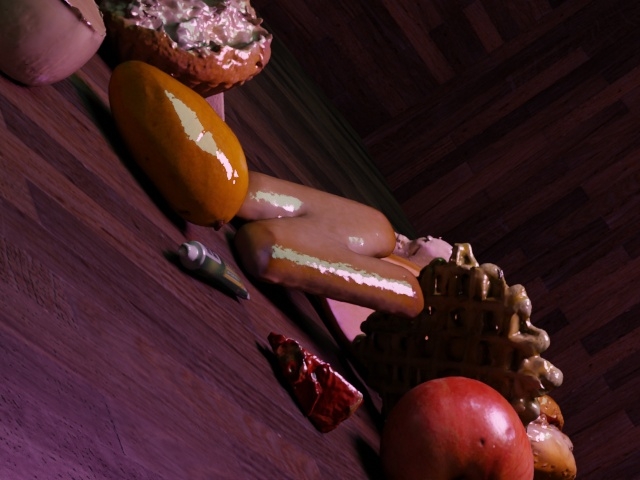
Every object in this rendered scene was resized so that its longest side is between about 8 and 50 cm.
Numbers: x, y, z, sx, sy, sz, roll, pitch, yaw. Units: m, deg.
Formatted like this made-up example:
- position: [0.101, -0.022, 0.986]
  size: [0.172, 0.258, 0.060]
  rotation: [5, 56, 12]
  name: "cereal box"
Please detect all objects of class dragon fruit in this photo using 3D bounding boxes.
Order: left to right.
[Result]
- position: [-0.021, 0.170, 1.681]
  size: [0.097, 0.063, 0.131]
  rotation: [16, -27, 48]
  name: "dragon fruit"

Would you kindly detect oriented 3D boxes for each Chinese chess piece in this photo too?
- position: [-0.321, -0.277, 1.430]
  size: [0.250, 0.103, 0.250]
  rotation: [55, 7, -11]
  name: "Chinese chess piece"

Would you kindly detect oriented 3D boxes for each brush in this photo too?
- position: [0.087, 0.096, 2.195]
  size: [0.266, 0.174, 0.166]
  rotation: [42, -2, -3]
  name: "brush"

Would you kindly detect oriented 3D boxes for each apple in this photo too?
- position: [0.178, 0.287, 1.838]
  size: [0.209, 0.209, 0.164]
  rotation: [52, 14, -27]
  name: "apple"

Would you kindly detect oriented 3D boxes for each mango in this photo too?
- position: [-0.172, -0.119, 1.676]
  size: [0.227, 0.109, 0.147]
  rotation: [55, 32, -13]
  name: "mango"

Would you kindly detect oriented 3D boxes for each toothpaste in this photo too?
- position: [-0.125, 0.032, 1.627]
  size: [0.049, 0.031, 0.204]
  rotation: [59, 6, 19]
  name: "toothpaste"

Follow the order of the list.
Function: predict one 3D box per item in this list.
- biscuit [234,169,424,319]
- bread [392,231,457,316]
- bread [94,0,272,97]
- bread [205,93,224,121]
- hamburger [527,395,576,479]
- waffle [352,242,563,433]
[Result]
- position: [0.000, 0.000, 1.966]
  size: [0.290, 0.062, 0.237]
  rotation: [18, 30, -26]
  name: "biscuit"
- position: [0.168, 0.107, 2.348]
  size: [0.316, 0.316, 0.054]
  rotation: [54, 52, -18]
  name: "bread"
- position: [-0.201, -0.301, 1.943]
  size: [0.274, 0.149, 0.274]
  rotation: [22, 41, -21]
  name: "bread"
- position: [-0.212, -0.253, 2.247]
  size: [0.077, 0.105, 0.152]
  rotation: [-115, -160, -49]
  name: "bread"
- position: [0.281, 0.321, 2.234]
  size: [0.244, 0.244, 0.163]
  rotation: [42, 38, -59]
  name: "hamburger"
- position: [0.187, 0.176, 1.990]
  size: [0.073, 0.317, 0.297]
  rotation: [-7, 57, -49]
  name: "waffle"
